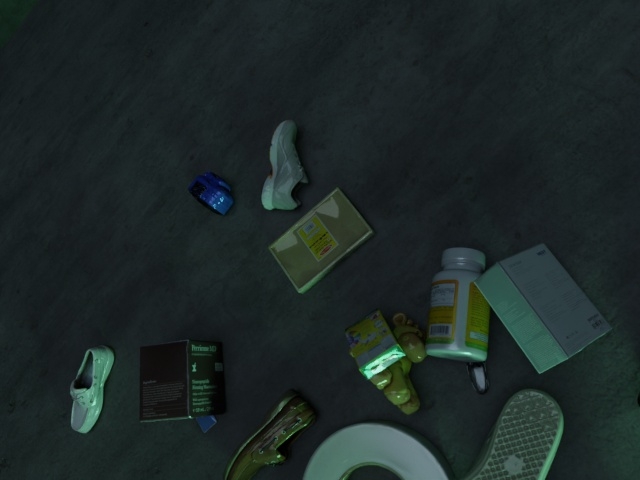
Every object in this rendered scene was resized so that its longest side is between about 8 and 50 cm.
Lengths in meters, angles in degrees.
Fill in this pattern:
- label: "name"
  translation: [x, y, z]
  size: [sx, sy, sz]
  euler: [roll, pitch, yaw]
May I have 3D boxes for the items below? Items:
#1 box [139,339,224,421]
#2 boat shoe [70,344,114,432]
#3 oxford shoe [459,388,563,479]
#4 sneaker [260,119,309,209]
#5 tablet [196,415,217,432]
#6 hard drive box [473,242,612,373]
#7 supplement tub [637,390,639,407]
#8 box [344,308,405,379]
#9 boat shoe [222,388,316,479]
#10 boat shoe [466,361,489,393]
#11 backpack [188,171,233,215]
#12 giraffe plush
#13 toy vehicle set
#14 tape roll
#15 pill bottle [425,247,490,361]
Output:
- label: "box"
  translation: [-0.383, 0.389, 1.443]
  size: [0.167, 0.168, 0.203]
  euler: [-11, 73, 21]
- label: "boat shoe"
  translation: [-0.736, 0.463, 1.621]
  size: [0.098, 0.096, 0.277]
  euler: [11, 85, 24]
- label: "oxford shoe"
  translation: [0.379, 0.526, 1.102]
  size: [0.169, 0.130, 0.449]
  euler: [27, 83, 28]
- label: "sneaker"
  translation: [-0.082, -0.210, 1.483]
  size: [0.121, 0.099, 0.262]
  euler: [11, 92, 17]
- label: "tablet"
  translation: [-0.336, 0.503, 1.495]
  size: [0.054, 0.006, 0.083]
  euler: [-44, 66, 10]
- label: "hard drive box"
  translation: [0.476, 0.137, 1.120]
  size: [0.232, 0.181, 0.089]
  euler: [60, 143, 21]
- label: "supplement tub"
  translation: [0.751, 0.207, 0.990]
  size: [0.193, 0.193, 0.316]
  euler: [17, 88, 25]
- label: "box"
  translation: [0.119, 0.231, 1.202]
  size: [0.105, 0.179, 0.043]
  euler: [-34, 114, 5]
- label: "boat shoe"
  translation: [-0.134, 0.536, 1.346]
  size: [0.104, 0.111, 0.307]
  euler: [39, 96, 25]
- label: "boat shoe"
  translation: [0.365, 0.297, 1.220]
  size: [0.046, 0.038, 0.125]
  euler: [-13, 76, 20]
- label: "backpack"
  translation: [-0.319, -0.140, 1.558]
  size: [0.120, 0.098, 0.101]
  euler: [39, 93, 25]
- label: "giraffe plush"
  translation: [0.194, 0.280, 1.249]
  size: [0.170, 0.181, 0.210]
  euler: [-44, 31, -2]
- label: "toy vehicle set"
  translation: [0.000, 0.000, 1.431]
  size: [0.267, 0.035, 0.166]
  euler: [-40, 68, 12]
- label: "tape roll"
  translation: [0.137, 0.630, 1.238]
  size: [0.392, 0.072, 0.392]
  euler: [-4, 79, 22]
- label: "pill bottle"
  translation: [0.322, 0.148, 1.204]
  size: [0.136, 0.136, 0.245]
  euler: [2, 70, 23]
